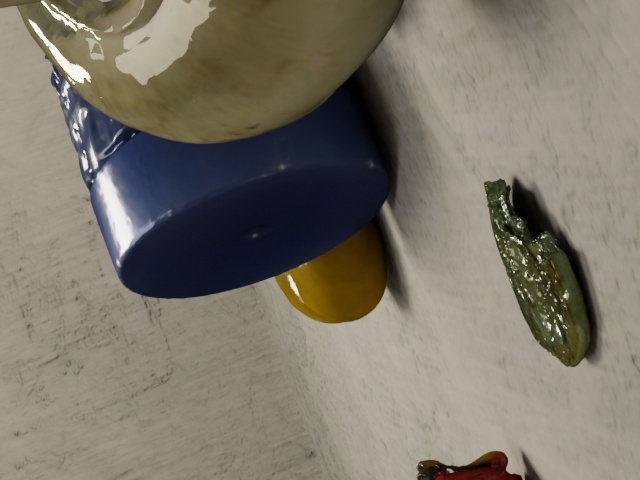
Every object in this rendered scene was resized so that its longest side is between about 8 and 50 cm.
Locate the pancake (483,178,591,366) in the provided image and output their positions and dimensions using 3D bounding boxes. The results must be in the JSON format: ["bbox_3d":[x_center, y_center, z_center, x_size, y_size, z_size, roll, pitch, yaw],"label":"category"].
[{"bbox_3d":[0.132,0.021,1.073,0.129,0.022,0.116,-118,8,-46],"label":"pancake"}]

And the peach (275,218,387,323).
[{"bbox_3d":[0.000,0.000,1.694,0.179,0.103,0.179,156,90,-83],"label":"peach"}]

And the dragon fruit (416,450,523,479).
[{"bbox_3d":[0.145,0.218,1.384,0.126,0.068,0.112,35,158,56],"label":"dragon fruit"}]

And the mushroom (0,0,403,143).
[{"bbox_3d":[-0.108,-0.207,1.035,0.315,0.356,0.315,-11,-90,-76],"label":"mushroom"}]

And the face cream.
[{"bbox_3d":[-0.090,-0.101,1.504,0.249,0.249,0.225,88,163,-68],"label":"face cream"}]
